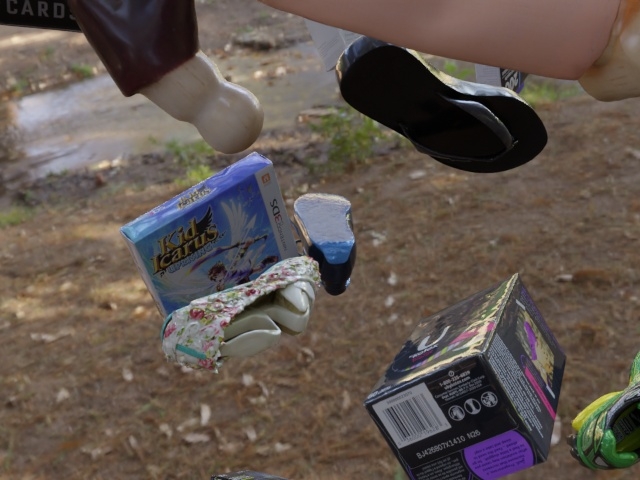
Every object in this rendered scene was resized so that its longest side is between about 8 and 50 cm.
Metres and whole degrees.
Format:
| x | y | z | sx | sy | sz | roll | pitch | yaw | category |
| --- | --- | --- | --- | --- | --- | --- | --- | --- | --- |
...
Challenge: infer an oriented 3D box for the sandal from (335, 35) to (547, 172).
| x | y | z | sx | sy | sz | roll | pitch | yaw | category |
| --- | --- | --- | --- | --- | --- | --- | --- | --- | --- |
| 0.120 | -0.112 | 0.737 | 0.254 | 0.097 | 0.054 | 15 | 41 | -34 | sandal |

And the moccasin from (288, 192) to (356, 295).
| x | y | z | sx | sy | sz | roll | pitch | yaw | category |
| --- | --- | --- | --- | --- | --- | --- | --- | --- | --- |
| 0.000 | 0.000 | 1.528 | 0.138 | 0.116 | 0.342 | 0 | 22 | 1 | moccasin |

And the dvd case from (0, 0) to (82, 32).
| x | y | z | sx | sy | sz | roll | pitch | yaw | category |
| --- | --- | --- | --- | --- | --- | --- | --- | --- | --- |
| -0.209 | -0.208 | 0.486 | 0.179 | 0.029 | 0.238 | 0 | 46 | -19 | dvd case |

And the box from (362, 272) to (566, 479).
| x | y | z | sx | sy | sz | roll | pitch | yaw | category |
| --- | --- | --- | --- | --- | --- | --- | --- | --- | --- |
| 0.191 | 0.172 | 0.964 | 0.165 | 0.143 | 0.270 | -30 | 3 | 27 | box |

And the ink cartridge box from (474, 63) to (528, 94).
| x | y | z | sx | sy | sz | roll | pitch | yaw | category |
| --- | --- | --- | --- | --- | --- | --- | --- | --- | --- |
| 0.296 | -0.291 | 1.202 | 0.045 | 0.208 | 0.206 | 11 | 40 | 31 | ink cartridge box |

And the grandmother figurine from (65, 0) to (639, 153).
| x | y | z | sx | sy | sz | roll | pitch | yaw | category |
| --- | --- | --- | --- | --- | --- | --- | --- | --- | --- |
| -0.028 | -0.138 | 0.296 | 0.342 | 0.207 | 0.104 | 13 | 6 | -7 | grandmother figurine |

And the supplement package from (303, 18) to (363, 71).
| x | y | z | sx | sy | sz | roll | pitch | yaw | category |
| --- | --- | --- | --- | --- | --- | --- | --- | --- | --- |
| 0.039 | -0.450 | 1.553 | 0.105 | 0.179 | 0.105 | -24 | 1 | -27 | supplement package |

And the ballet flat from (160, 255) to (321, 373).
| x | y | z | sx | sy | sz | roll | pitch | yaw | category |
| --- | --- | --- | --- | --- | --- | --- | --- | --- | --- |
| -0.061 | 0.083 | 0.820 | 0.077 | 0.091 | 0.241 | 26 | 32 | 30 | ballet flat |

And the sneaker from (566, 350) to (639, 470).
| x | y | z | sx | sy | sz | roll | pitch | yaw | category |
| --- | --- | --- | --- | --- | --- | --- | --- | --- | --- |
| 0.576 | 0.263 | 1.285 | 0.343 | 0.134 | 0.146 | -43 | -2 | -10 | sneaker |

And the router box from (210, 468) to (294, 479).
| x | y | z | sx | sy | sz | roll | pitch | yaw | category |
| --- | --- | --- | --- | --- | --- | --- | --- | --- | --- |
| -0.097 | 0.368 | 1.138 | 0.092 | 0.038 | 0.122 | 6 | -10 | 21 | router box |

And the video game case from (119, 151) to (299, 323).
| x | y | z | sx | sy | sz | roll | pitch | yaw | category |
| --- | --- | --- | --- | --- | --- | --- | --- | --- | --- |
| -0.175 | 0.017 | 1.325 | 0.269 | 0.244 | 0.061 | -33 | 41 | -21 | video game case |
